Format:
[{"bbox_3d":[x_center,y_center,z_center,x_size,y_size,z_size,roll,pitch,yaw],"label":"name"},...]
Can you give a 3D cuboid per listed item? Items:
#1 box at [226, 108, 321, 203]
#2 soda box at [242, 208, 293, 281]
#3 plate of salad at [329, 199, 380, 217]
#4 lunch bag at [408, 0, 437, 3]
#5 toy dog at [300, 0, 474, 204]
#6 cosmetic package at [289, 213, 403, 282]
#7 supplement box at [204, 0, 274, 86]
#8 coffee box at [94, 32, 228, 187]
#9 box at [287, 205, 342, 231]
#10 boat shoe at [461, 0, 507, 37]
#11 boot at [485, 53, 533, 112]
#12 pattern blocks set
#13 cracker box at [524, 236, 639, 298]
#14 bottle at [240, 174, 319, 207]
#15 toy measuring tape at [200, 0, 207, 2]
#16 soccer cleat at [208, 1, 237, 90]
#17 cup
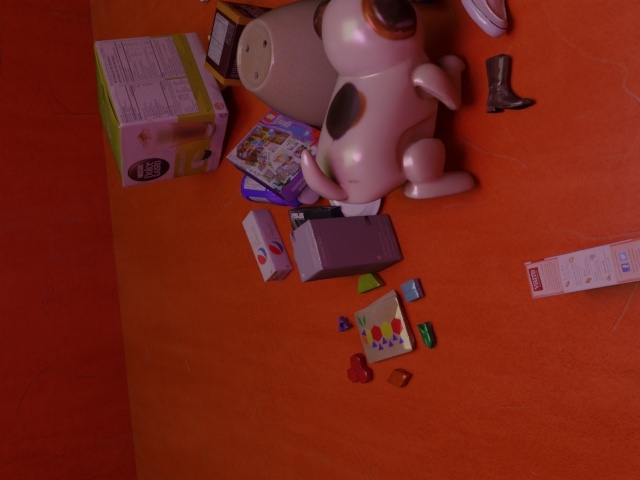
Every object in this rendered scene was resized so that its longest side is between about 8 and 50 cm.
[{"bbox_3d":[-0.108,-0.238,1.703,0.201,0.057,0.293,-48,45,-6],"label":"box"},{"bbox_3d":[-0.161,0.014,1.889,0.074,0.069,0.216,-47,59,45],"label":"soda box"},{"bbox_3d":[0.085,-0.137,1.566,0.200,0.048,0.199,23,122,43],"label":"plate of salad"},{"bbox_3d":[0.099,-0.691,1.281,0.328,0.239,0.385,24,142,38],"label":"lunch bag"},{"bbox_3d":[0.103,-0.297,1.255,0.285,0.396,0.407,25,123,58],"label":"toy dog"},{"bbox_3d":[0.059,0.016,1.460,0.107,0.238,0.127,-34,69,50],"label":"cosmetic package"},{"bbox_3d":[-0.199,-0.550,1.762,0.129,0.191,0.194,47,130,38],"label":"supplement box"},{"bbox_3d":[-0.525,-0.422,2.028,0.338,0.335,0.337,67,156,21],"label":"coffee box"},{"bbox_3d":[0.000,0.000,1.666,0.191,0.045,0.184,4,113,53],"label":"box"},{"bbox_3d":[0.310,-0.497,1.192,0.076,0.083,0.226,-42,61,48],"label":"boat shoe"},{"bbox_3d":[0.360,-0.307,1.196,0.106,0.037,0.114,4,93,50],"label":"boot"},{"bbox_3d":[0.154,0.220,1.537,0.325,0.026,0.285,-19,80,52],"label":"pattern blocks set"},{"bbox_3d":[0.471,0.037,0.993,0.232,0.156,0.067,-22,77,51],"label":"cracker box"},{"bbox_3d":[-0.112,-0.145,1.762,0.283,0.118,0.092,11,95,52],"label":"bottle"},{"bbox_3d":[-0.338,-0.836,1.972,0.330,0.121,0.121,-6,90,53],"label":"toy measuring tape"},{"bbox_3d":[-0.310,-0.607,1.958,0.093,0.121,0.289,52,132,35],"label":"soccer cleat"},{"bbox_3d":[-0.068,-0.455,1.568,0.331,0.237,0.330,8,100,52],"label":"cup"}]
